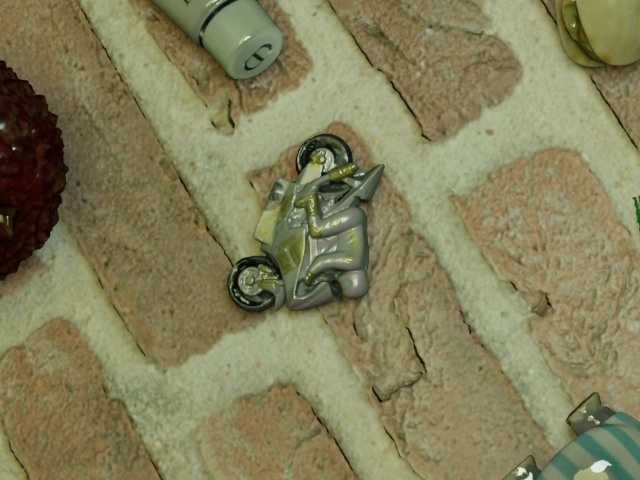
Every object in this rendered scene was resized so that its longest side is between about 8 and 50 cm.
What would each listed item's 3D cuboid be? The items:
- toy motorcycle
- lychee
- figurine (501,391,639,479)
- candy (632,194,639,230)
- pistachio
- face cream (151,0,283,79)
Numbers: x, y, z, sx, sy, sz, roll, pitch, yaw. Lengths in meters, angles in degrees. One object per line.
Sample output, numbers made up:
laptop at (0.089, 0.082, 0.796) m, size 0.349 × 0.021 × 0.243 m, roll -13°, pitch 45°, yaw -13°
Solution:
toy motorcycle at (0.000, 0.000, 2.012) m, size 0.152 × 0.073 × 0.225 m, roll 30°, pitch 91°, yaw 15°
lychee at (-0.444, -0.081, 2.034) m, size 0.306 × 0.306 × 0.330 m, roll -53°, pitch 48°, yaw 2°
figurine at (0.323, 0.317, 1.722) m, size 0.266 × 0.378 × 0.361 m, roll -45°, pitch 75°, yaw 4°
candy at (0.442, -0.005, 1.899) m, size 0.203 × 0.078 × 0.141 m, roll -19°, pitch 66°, yaw 23°
pistachio at (0.325, -0.296, 1.947) m, size 0.144 × 0.144 × 0.215 m, roll 7°, pitch 93°, yaw 15°
face cream at (-0.159, -0.319, 2.107) m, size 0.143 × 0.089 × 0.314 m, roll -41°, pitch 63°, yaw 5°
